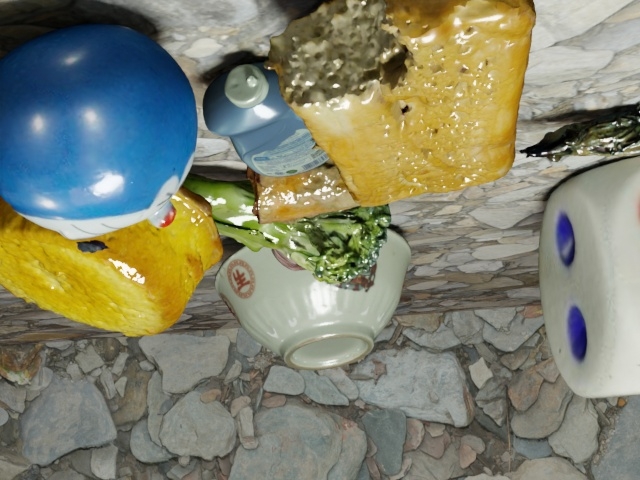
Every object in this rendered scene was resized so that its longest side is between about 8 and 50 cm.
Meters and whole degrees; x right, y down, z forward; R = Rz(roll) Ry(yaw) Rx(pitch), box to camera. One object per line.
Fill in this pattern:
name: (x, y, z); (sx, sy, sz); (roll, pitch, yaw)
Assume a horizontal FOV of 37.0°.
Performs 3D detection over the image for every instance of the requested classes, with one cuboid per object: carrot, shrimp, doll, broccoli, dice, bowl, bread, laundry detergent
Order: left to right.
doll: (-0.219, -0.076, 0.721); (0.256, 0.161, 0.215); (3, -159, 25)
bread: (-0.241, -0.003, 1.022); (0.268, 0.146, 0.268); (14, 151, 8)
broccoli: (-0.062, -0.036, 1.143); (0.304, 0.146, 0.165); (10, 175, -18)
laundry detergent: (-0.046, -0.110, 0.865); (0.096, 0.061, 0.206); (-6, 169, 10)
bowl: (0.000, 0.116, 1.575); (0.337, 0.158, 0.337); (-8, 152, -4)
carrot: (0.049, -0.082, 1.027); (0.263, 0.102, 0.102); (-10, 170, -7)
bread: (0.063, -0.119, 0.731); (0.185, 0.109, 0.380); (-8, 168, 7)
shrimp: (0.340, -0.134, 0.962); (0.262, 0.051, 0.198); (-7, 163, -1)
dice: (0.472, 0.056, 1.312); (0.276, 0.304, 0.304); (-3, 169, -2)

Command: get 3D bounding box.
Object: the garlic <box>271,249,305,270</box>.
garlic: (0.000, 0.000, 1.364); (0.147, 0.102, 0.159); (-6, 169, 16)
